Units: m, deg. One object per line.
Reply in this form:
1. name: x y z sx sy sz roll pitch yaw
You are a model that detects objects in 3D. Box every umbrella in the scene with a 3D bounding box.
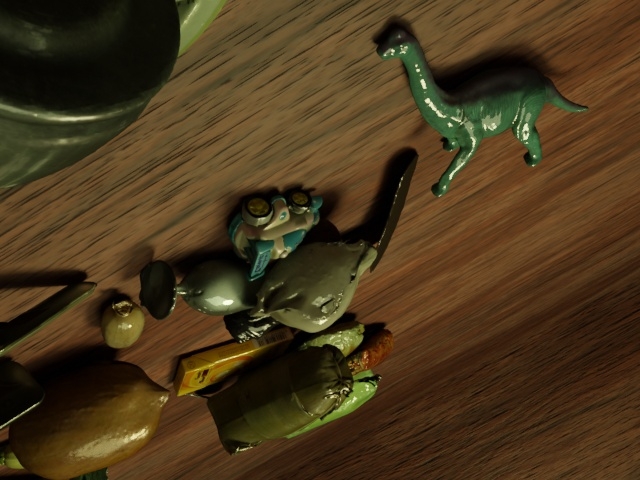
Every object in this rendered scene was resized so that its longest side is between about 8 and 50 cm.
1. umbrella: -0.039 0.086 1.206 0.326 0.094 0.090 -33 171 -12

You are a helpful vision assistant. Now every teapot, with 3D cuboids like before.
1. teapot: -0.248 -0.169 0.484 0.239 0.322 0.239 41 134 -21

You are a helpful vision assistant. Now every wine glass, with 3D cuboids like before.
1. wine glass: -0.186 0.081 1.061 0.222 0.103 0.103 3 141 -46

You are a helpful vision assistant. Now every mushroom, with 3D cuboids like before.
1. mushroom: 0.007 0.002 1.141 0.129 0.072 0.088 -5 105 -49

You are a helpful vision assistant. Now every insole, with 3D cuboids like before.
1. insole: 0.139 -0.045 1.191 0.111 0.007 0.328 -55 166 -33

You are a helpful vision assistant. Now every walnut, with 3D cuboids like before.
1. walnut: -0.423 0.334 1.165 0.297 0.203 0.203 -12 153 -4

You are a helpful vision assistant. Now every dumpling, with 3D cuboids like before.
1. dumpling: -0.008 0.087 1.086 0.247 0.142 0.172 -24 162 -8

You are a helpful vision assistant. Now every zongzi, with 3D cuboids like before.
1. zongzi: -0.001 0.359 1.538 0.447 0.182 0.418 -28 158 23

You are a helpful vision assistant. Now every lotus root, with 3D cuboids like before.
1. lotus root: -0.336 0.142 1.065 0.073 0.062 0.150 -14 152 -27

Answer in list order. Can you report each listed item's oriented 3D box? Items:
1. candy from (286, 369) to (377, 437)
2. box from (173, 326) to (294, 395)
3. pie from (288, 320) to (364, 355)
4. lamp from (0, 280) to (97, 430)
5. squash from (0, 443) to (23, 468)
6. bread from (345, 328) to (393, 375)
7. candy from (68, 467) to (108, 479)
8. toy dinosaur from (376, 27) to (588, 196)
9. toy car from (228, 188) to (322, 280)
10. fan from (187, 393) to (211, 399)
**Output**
1. candy: 0.009 0.493 1.960 0.343 0.142 0.132 -23 145 -13
2. box: -0.205 0.283 1.469 0.269 0.044 0.152 -13 152 -29
3. pie: 0.016 0.290 1.649 0.201 0.090 0.248 -3 148 -47
4. lamp: -0.459 0.160 0.962 0.203 0.124 0.283 -32 160 -44
5. squash: -0.613 0.460 1.368 0.224 0.094 0.094 -1 144 -33
6. bread: 0.130 0.323 1.756 0.139 0.095 0.269 -46 173 23
7. candy: -0.688 0.679 1.476 0.171 0.263 0.398 -25 157 22
8. toy dinosaur: 0.268 -0.241 0.937 0.383 0.129 0.331 -26 145 -7
9. toy car: -0.063 -0.008 1.017 0.161 0.098 0.126 -12 152 -27
10. fan: -0.286 0.402 1.594 0.175 0.005 0.113 23 164 -37
